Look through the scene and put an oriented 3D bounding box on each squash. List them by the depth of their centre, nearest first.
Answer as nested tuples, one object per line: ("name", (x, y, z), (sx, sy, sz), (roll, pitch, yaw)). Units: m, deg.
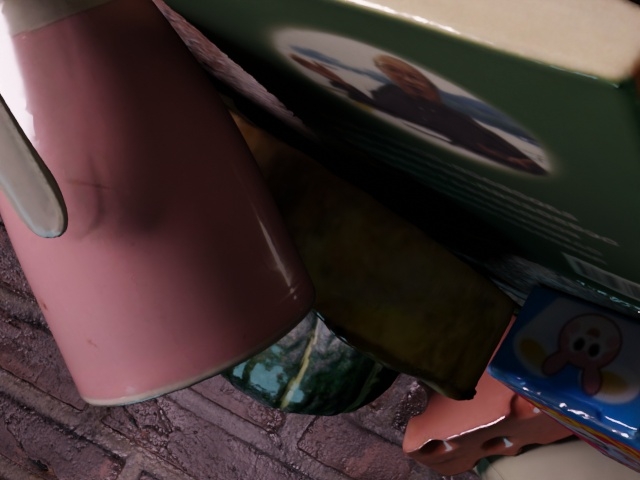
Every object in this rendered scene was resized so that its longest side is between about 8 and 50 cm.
("squash", (-0.016, 0.073, 1.037), (0.252, 0.165, 0.252), (16, -146, -11))

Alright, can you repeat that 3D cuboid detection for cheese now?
("cheese", (0.214, 0.170, 1.066), (0.177, 0.203, 0.128), (3, 155, 41))

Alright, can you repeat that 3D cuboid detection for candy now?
("candy", (0.304, 0.159, 0.910), (0.157, 0.100, 0.306), (24, 172, 45))

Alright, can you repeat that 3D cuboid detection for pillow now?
("pillow", (0.321, 0.279, 1.133), (0.255, 0.119, 0.322), (-6, -161, -15))

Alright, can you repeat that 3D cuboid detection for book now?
("book", (0.076, -0.053, 0.515), (0.260, 0.043, 0.371), (25, 174, 29))

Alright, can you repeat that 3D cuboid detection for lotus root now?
("lotus root", (0.000, 0.000, 0.789), (0.375, 0.111, 0.390), (34, 179, -41))

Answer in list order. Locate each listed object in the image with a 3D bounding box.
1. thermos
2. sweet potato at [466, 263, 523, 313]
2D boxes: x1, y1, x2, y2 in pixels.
("thermos", (-0.120, -0.054, 0.507), (0.176, 0.146, 0.265), (-65, -46, -68))
("sweet potato", (0.153, 0.051, 0.947), (0.117, 0.049, 0.049), (22, 172, 6))
